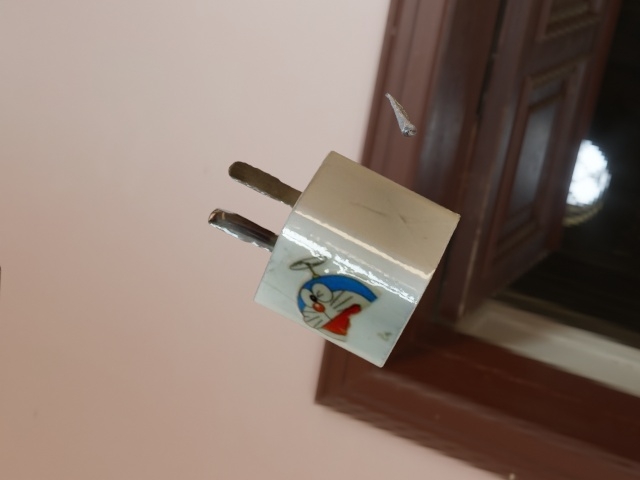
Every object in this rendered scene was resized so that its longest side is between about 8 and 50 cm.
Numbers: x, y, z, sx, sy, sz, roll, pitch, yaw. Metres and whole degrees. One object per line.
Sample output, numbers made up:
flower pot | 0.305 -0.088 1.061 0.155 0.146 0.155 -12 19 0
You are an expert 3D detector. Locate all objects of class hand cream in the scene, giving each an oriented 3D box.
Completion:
hand cream | 0.108 -0.163 1.633 0.030 0.019 0.093 39 -159 -34

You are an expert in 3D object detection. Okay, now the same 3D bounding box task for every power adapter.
power adapter | 0.000 0.000 1.113 0.205 0.130 0.125 26 -135 4
